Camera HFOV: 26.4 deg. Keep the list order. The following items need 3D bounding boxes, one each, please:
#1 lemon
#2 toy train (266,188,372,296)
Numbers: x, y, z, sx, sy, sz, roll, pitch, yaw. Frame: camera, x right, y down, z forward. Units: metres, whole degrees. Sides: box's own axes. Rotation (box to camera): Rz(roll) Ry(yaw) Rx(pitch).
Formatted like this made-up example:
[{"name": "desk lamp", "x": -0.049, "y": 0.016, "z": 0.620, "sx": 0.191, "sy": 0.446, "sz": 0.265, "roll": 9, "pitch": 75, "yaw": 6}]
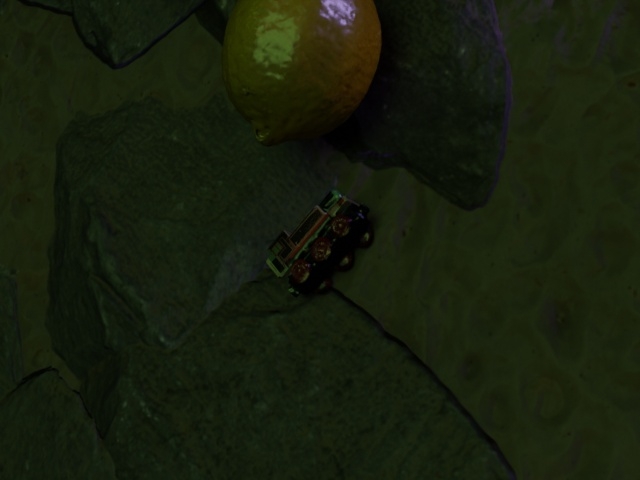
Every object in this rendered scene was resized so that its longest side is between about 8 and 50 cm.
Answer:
[{"name": "lemon", "x": -0.022, "y": -0.228, "z": 1.619, "sx": 0.188, "sy": 0.188, "sz": 0.257, "roll": 12, "pitch": 78, "yaw": 36}, {"name": "toy train", "x": 0.000, "y": 0.000, "z": 1.614, "sx": 0.138, "sy": 0.050, "sz": 0.087, "roll": -49, "pitch": 51, "yaw": 10}]
